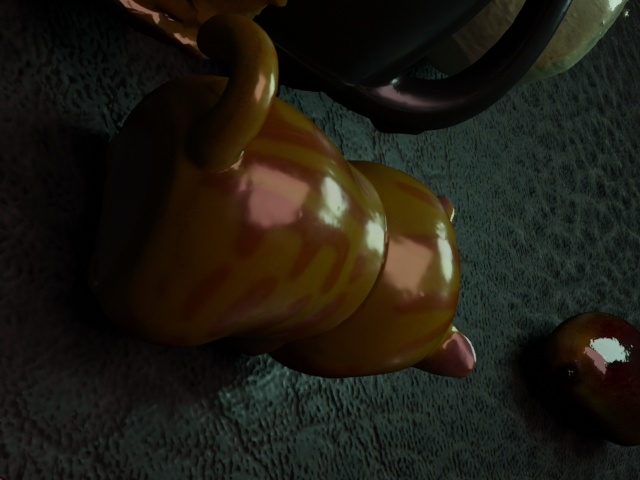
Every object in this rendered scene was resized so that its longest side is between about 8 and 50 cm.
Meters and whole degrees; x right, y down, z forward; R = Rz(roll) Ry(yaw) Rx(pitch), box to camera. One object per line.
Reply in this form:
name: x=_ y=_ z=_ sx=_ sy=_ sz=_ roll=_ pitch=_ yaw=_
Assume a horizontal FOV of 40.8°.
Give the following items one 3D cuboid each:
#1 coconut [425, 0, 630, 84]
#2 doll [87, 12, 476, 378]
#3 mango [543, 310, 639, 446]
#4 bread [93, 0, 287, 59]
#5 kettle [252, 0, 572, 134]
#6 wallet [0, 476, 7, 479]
coconut: x=0.169 y=-0.286 z=0.798 sx=0.247 sy=0.245 sz=0.245 roll=47 pitch=47 yaw=-44
doll: x=-0.020 y=-0.001 z=0.548 sx=0.270 sy=0.162 sz=0.166 roll=27 pitch=61 yaw=-49
mango: x=0.339 y=0.160 z=1.004 sx=0.267 sy=0.111 sz=0.133 roll=40 pitch=40 yaw=-45
bread: x=-0.100 y=-0.289 z=0.490 sx=0.179 sy=0.194 sz=0.340 roll=18 pitch=62 yaw=-46
kettle: x=0.069 y=-0.219 z=0.617 sx=0.268 sy=0.290 sz=0.207 roll=31 pitch=18 yaw=-19
wallet: x=-0.205 y=0.182 z=0.372 sx=0.103 sy=0.020 sz=0.196 roll=51 pitch=45 yaw=-31
